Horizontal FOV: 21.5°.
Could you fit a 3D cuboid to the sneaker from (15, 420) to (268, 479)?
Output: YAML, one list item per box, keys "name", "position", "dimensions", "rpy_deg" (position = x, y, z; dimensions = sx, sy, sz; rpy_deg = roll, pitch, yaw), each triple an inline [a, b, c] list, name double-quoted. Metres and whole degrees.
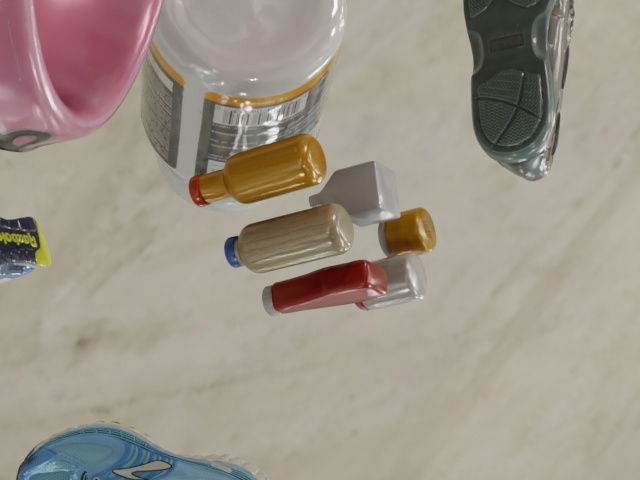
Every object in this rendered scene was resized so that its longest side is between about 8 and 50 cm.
- name: "sneaker"
  position: [-0.114, 0.156, 1.038]
  dimensions: [0.073, 0.162, 0.063]
  rpy_deg: [-47, 140, -70]

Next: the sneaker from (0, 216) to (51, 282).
- name: "sneaker"
  position: [-0.262, 0.007, 1.273]
  dimensions: [0.059, 0.053, 0.144]
  rpy_deg: [-20, 164, 18]

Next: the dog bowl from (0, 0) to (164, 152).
- name: "dog bowl"
  position: [-0.197, -0.240, 1.058]
  dimensions: [0.408, 0.150, 0.408]
  rpy_deg: [8, 90, -82]

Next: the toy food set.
- name: "toy food set"
  position: [0.000, 0.000, 1.322]
  dimensions: [0.104, 0.111, 0.232]
  rpy_deg: [-14, 163, 25]

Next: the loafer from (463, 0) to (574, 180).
- name: "loafer"
  position: [0.180, -0.180, 1.499]
  dimensions: [0.084, 0.096, 0.267]
  rpy_deg: [46, 47, -58]

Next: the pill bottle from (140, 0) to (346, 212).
- name: "pill bottle"
  position: [-0.072, -0.138, 1.435]
  dimensions: [0.162, 0.162, 0.278]
  rpy_deg: [-40, 168, -20]
